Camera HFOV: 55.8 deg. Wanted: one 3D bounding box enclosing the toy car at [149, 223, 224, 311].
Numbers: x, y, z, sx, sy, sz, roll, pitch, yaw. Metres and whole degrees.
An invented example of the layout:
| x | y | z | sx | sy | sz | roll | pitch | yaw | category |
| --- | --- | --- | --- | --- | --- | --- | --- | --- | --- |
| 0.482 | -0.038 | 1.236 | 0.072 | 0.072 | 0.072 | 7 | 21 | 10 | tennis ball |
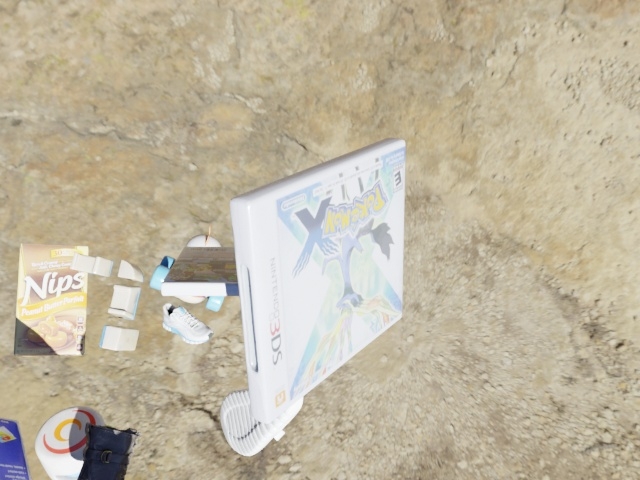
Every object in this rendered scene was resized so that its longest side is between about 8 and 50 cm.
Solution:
| x | y | z | sx | sy | sz | roll | pitch | yaw | category |
| --- | --- | --- | --- | --- | --- | --- | --- | --- | --- |
| -0.367 | 0.057 | 1.854 | 0.219 | 0.210 | 0.237 | 23 | 101 | -9 | toy car |

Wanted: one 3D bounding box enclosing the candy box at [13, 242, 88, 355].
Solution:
| x | y | z | sx | sy | sz | roll | pitch | yaw | category |
| --- | --- | --- | --- | --- | --- | --- | --- | --- | --- |
| -0.772 | 0.173 | 1.739 | 0.183 | 0.087 | 0.316 | 4 | 76 | -27 | candy box |

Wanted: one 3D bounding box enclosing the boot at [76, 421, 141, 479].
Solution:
| x | y | z | sx | sy | sz | roll | pitch | yaw | category |
| --- | --- | --- | --- | --- | --- | --- | --- | --- | --- |
| -0.501 | 0.589 | 1.515 | 0.091 | 0.263 | 0.228 | -9 | 56 | 44 | boot |

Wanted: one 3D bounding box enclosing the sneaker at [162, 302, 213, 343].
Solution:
| x | y | z | sx | sy | sz | roll | pitch | yaw | category |
| --- | --- | --- | --- | --- | --- | --- | --- | --- | --- |
| -0.388 | 0.232 | 1.730 | 0.191 | 0.071 | 0.082 | 16 | 126 | 29 | sneaker |

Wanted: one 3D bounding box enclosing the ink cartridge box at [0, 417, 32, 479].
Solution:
| x | y | z | sx | sy | sz | roll | pitch | yaw | category |
| --- | --- | --- | --- | --- | --- | --- | --- | --- | --- |
| -0.680 | 0.439 | 1.114 | 0.072 | 0.304 | 0.307 | -44 | 49 | 6 | ink cartridge box |

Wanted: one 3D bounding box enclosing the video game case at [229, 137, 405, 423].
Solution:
| x | y | z | sx | sy | sz | roll | pitch | yaw | category |
| --- | --- | --- | --- | --- | --- | --- | --- | --- | --- |
| 0.017 | 0.040 | 0.823 | 0.036 | 0.329 | 0.299 | 15 | 119 | 35 | video game case |

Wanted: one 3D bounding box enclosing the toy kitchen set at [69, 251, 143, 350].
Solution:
| x | y | z | sx | sy | sz | roll | pitch | yaw | category |
| --- | --- | --- | --- | --- | --- | --- | --- | --- | --- |
| -0.522 | 0.148 | 1.460 | 0.166 | 0.122 | 0.207 | 10 | 80 | 6 | toy kitchen set |

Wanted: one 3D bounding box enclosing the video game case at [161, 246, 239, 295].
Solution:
| x | y | z | sx | sy | sz | roll | pitch | yaw | category |
| --- | --- | --- | --- | --- | --- | --- | --- | --- | --- |
| -0.127 | 0.046 | 0.937 | 0.201 | 0.183 | 0.023 | 1 | 106 | -2 | video game case |

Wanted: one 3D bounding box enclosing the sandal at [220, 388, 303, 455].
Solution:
| x | y | z | sx | sy | sz | roll | pitch | yaw | category |
| --- | --- | --- | --- | --- | --- | --- | --- | --- | --- |
| -0.135 | 0.435 | 1.523 | 0.102 | 0.416 | 0.169 | -3 | 66 | -35 | sandal |

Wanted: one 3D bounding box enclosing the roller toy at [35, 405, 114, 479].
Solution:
| x | y | z | sx | sy | sz | roll | pitch | yaw | category |
| --- | --- | --- | --- | --- | --- | --- | --- | --- | --- |
| -0.705 | 0.589 | 1.738 | 0.209 | 0.146 | 0.191 | 24 | 45 | 29 | roller toy |
